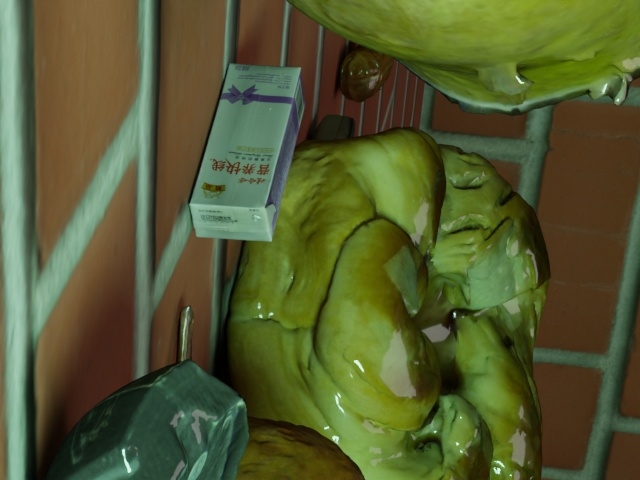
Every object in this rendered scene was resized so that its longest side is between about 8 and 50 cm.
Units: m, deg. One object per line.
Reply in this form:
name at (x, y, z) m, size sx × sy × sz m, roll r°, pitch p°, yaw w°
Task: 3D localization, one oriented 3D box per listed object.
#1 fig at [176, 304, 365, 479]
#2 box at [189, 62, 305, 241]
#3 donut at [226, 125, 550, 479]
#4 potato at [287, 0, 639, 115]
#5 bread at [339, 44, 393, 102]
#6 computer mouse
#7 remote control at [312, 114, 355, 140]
fig at (-0.066, 0.138, 1.033) m, size 0.201 × 0.146 × 0.134 m, roll 51°, pitch -35°, yaw 40°
box at (-0.044, -0.055, 1.101) m, size 0.036 × 0.050 × 0.117 m, roll 79°, pitch 21°, yaw -52°
donut at (0.066, 0.081, 1.386) m, size 0.360 × 0.170 × 0.360 m, roll 25°, pitch 61°, yaw -59°
potato at (0.050, -0.267, 0.896) m, size 0.296 × 0.290 × 0.397 m, roll 26°, pitch 49°, yaw -55°
bread at (0.048, -0.174, 1.823) m, size 0.157 × 0.044 × 0.052 m, roll -57°, pitch 160°, yaw -75°
computer mouse at (-0.096, 0.141, 0.823) m, size 0.126 × 0.071 × 0.231 m, roll -56°, pitch 166°, yaw -45°
remote control at (0.000, 0.000, 1.663) m, size 0.098 × 0.038 × 0.233 m, roll -71°, pitch 169°, yaw -56°
